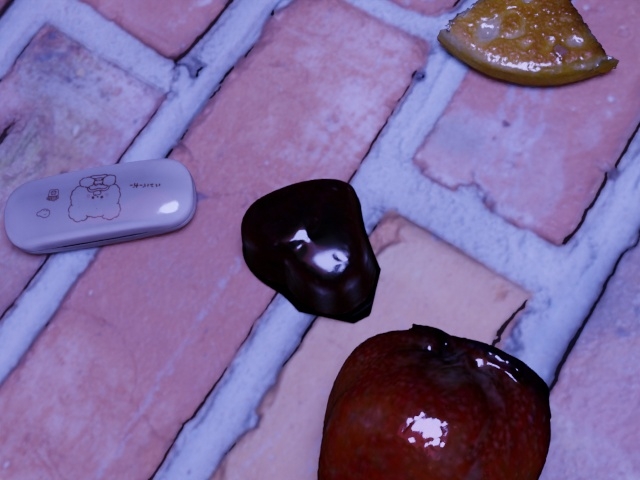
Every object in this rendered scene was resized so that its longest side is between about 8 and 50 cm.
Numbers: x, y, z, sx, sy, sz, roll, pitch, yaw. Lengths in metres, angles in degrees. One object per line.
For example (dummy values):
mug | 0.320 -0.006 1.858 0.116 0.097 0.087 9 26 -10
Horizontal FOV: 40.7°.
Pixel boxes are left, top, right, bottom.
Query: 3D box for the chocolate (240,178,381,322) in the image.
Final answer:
chocolate | 0.000 0.000 0.813 0.149 0.080 0.125 38 80 17

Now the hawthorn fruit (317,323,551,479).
hawthorn fruit | 0.079 0.192 0.706 0.190 0.189 0.251 21 95 12

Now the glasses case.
glasses case | -0.220 -0.034 0.863 0.194 0.049 0.074 -9 72 4

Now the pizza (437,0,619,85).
pizza | 0.209 -0.219 0.880 0.178 0.041 0.130 0 75 6
